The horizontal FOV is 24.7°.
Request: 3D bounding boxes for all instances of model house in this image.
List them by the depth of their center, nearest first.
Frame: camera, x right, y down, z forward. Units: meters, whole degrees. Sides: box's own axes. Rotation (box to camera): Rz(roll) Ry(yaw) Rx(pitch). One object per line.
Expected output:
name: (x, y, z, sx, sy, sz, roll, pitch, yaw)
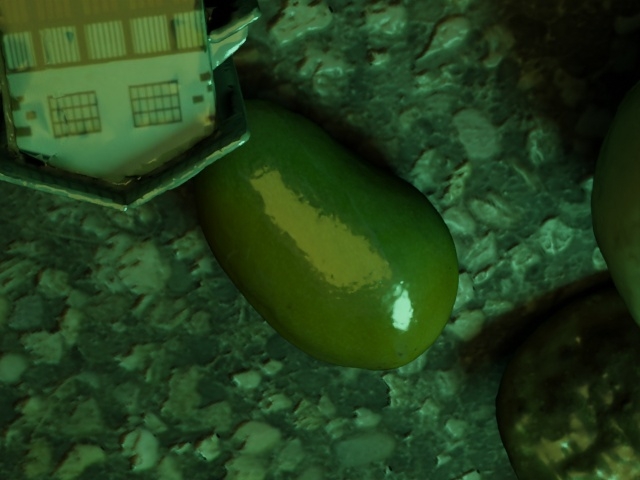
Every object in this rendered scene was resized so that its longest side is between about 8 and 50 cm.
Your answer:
model house: (-0.142, -0.161, 0.957, 0.198, 0.224, 0.215, -6, 116, -7)

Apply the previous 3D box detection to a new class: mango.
mango: (0.000, 0.000, 1.122, 0.156, 0.114, 0.251, -39, 118, 22)

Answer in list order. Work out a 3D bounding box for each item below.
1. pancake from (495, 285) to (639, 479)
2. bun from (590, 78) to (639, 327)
pancake: (0.264, 0.149, 1.200, 0.241, 0.050, 0.242, -2, 78, 9)
bun: (0.361, -0.077, 1.067, 0.364, 0.202, 0.364, -13, 136, -13)
